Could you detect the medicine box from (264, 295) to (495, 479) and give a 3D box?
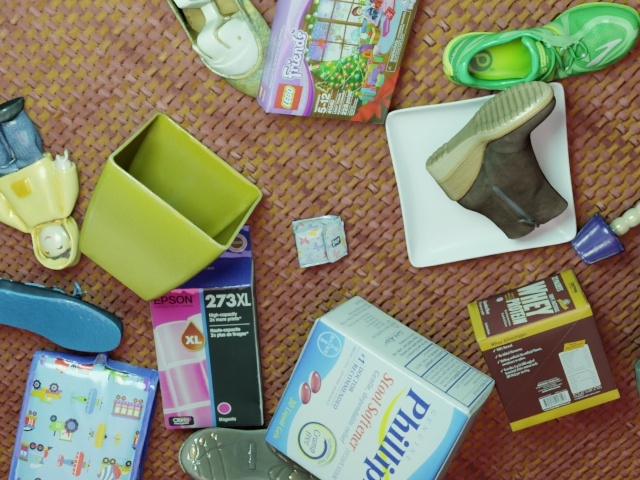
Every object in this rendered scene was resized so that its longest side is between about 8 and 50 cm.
[{"bbox_3d":[0.096,0.286,1.702,0.289,0.149,0.263,32,114,18],"label":"medicine box"}]

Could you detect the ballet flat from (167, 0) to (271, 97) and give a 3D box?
[{"bbox_3d":[-0.167,-0.339,1.484,0.123,0.123,0.348,-25,113,11],"label":"ballet flat"}]

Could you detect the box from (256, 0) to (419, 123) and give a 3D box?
[{"bbox_3d":[0.035,-0.322,1.490,0.201,0.057,0.293,2,117,-25],"label":"box"}]

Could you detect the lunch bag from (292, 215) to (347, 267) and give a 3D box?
[{"bbox_3d":[0.000,0.000,1.681,0.083,0.053,0.071,-10,116,-5],"label":"lunch bag"}]

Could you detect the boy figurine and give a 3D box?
[{"bbox_3d":[-0.468,-0.078,1.622,0.177,0.092,0.285,-18,111,5],"label":"boy figurine"}]

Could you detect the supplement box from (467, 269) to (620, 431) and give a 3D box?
[{"bbox_3d":[0.375,0.185,1.726,0.191,0.129,0.194,-20,114,9],"label":"supplement box"}]

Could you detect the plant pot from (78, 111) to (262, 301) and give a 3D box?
[{"bbox_3d":[-0.248,-0.035,1.573,0.212,0.212,0.187,38,118,-7],"label":"plant pot"}]

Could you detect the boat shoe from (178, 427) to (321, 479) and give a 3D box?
[{"bbox_3d":[-0.104,0.396,1.840,0.325,0.123,0.116,14,159,-20],"label":"boat shoe"}]

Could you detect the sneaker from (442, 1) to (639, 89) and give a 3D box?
[{"bbox_3d":[0.333,-0.273,1.514,0.296,0.123,0.109,-13,114,5],"label":"sneaker"}]

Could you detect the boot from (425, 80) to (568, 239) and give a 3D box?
[{"bbox_3d":[0.307,-0.117,1.541,0.207,0.090,0.248,34,132,-23],"label":"boot"}]

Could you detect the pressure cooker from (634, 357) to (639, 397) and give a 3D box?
[{"bbox_3d":[0.723,0.196,1.593,0.370,0.420,0.375,32,91,8],"label":"pressure cooker"}]

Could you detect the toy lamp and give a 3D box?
[{"bbox_3d":[0.531,-0.057,1.645,0.275,0.080,0.080,-36,110,13],"label":"toy lamp"}]

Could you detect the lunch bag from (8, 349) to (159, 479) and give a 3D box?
[{"bbox_3d":[-0.415,0.328,1.803,0.221,0.138,0.293,13,105,-3],"label":"lunch bag"}]

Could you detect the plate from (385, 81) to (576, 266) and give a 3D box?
[{"bbox_3d":[0.259,-0.106,1.635,0.277,0.045,0.278,-10,115,4],"label":"plate"}]

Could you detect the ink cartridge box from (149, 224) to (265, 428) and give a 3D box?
[{"bbox_3d":[-0.195,0.155,1.749,0.176,0.069,0.370,-2,113,1],"label":"ink cartridge box"}]

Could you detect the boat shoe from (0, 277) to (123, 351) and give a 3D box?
[{"bbox_3d":[-0.451,0.106,1.711,0.258,0.089,0.109,23,111,-7],"label":"boat shoe"}]
